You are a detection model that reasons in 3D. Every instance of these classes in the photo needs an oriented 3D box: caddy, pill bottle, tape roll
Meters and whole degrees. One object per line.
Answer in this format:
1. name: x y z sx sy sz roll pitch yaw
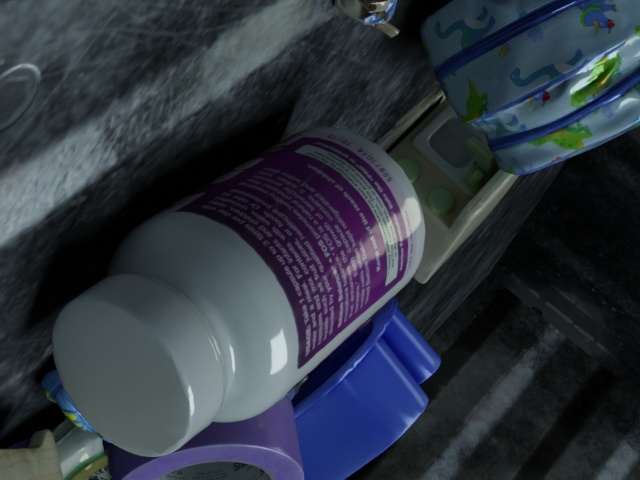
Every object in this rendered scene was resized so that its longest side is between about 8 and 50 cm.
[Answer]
1. caddy: 0.013 0.219 1.646 0.341 0.179 0.241 -41 -171 27
2. pill bottle: -0.057 0.034 0.866 0.301 0.169 0.169 -36 162 -49
3. tape roll: -0.114 0.213 1.106 0.189 0.080 0.189 -7 143 -5

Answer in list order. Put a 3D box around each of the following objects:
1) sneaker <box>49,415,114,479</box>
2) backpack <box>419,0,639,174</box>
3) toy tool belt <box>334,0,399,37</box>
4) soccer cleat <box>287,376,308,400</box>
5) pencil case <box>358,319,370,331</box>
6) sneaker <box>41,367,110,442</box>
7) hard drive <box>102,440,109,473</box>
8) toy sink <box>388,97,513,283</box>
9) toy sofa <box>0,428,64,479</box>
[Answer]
1. sneaker: -0.262 0.348 1.032 0.158 0.182 0.410 -35 161 -51
2. backpack: 0.250 -0.200 1.109 0.290 0.273 0.355 -19 168 27
3. toy tool belt: 0.046 -0.191 0.838 0.052 0.051 0.083 -44 166 -28
4. soccer cleat: -0.092 0.125 1.126 0.121 0.093 0.289 -38 155 -6
5. pencil case: 0.046 0.044 1.460 0.086 0.088 0.206 -47 168 -22
6. sneaker: -0.174 0.126 0.961 0.078 0.067 0.188 -43 164 -6
7. hard drive: -0.185 0.236 1.285 0.318 0.040 0.210 -43 162 -32
8. toy sink: 0.153 -0.075 1.392 0.153 0.131 0.234 -45 172 -22
9. toy sofa: -0.251 0.228 0.724 0.150 0.177 0.362 -17 173 -6
